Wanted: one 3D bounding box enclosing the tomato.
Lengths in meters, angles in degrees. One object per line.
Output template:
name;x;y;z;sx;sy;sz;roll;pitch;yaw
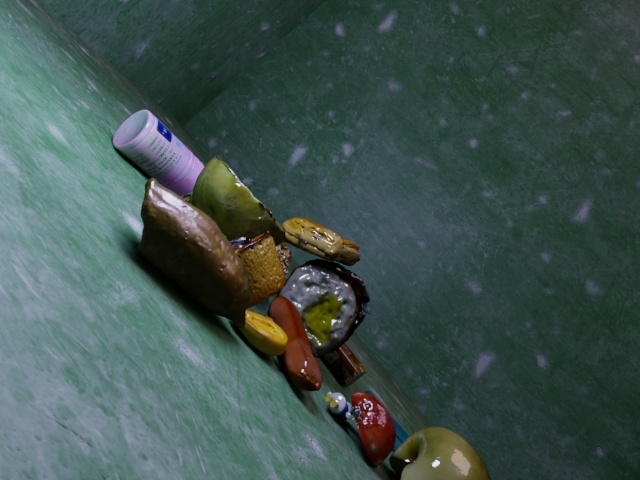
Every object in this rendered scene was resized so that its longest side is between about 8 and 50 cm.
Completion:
tomato;0.153;0.505;1.301;0.189;0.099;0.173;-101;167;-55

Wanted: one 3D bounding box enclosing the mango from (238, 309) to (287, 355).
mango;-0.148;0.221;1.152;0.187;0.066;0.101;43;12;-29

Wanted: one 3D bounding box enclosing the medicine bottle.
medicine bottle;-0.502;-0.268;1.502;0.152;0.152;0.254;50;2;43

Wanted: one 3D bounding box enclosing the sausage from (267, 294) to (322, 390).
sausage;-0.077;0.274;1.280;0.097;0.094;0.348;55;4;-34

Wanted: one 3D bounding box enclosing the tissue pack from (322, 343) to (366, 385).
tissue pack;0.061;0.424;1.771;0.226;0.092;0.183;52;1;20

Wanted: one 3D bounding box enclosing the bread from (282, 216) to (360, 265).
bread;0.000;0.000;1.529;0.235;0.099;0.210;21;0;31

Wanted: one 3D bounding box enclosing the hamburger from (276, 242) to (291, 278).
hamburger;-0.221;0.041;1.793;0.286;0.146;0.243;35;-16;12

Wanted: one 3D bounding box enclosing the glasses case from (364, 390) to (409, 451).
glasses case;0.247;0.661;1.645;0.301;0.070;0.117;51;2;-2

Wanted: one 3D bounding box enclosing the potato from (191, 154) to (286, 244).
potato;-0.286;-0.083;1.389;0.330;0.213;0.280;47;-5;15

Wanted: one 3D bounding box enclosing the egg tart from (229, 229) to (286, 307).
egg tart;-0.192;0.075;1.240;0.171;0.215;0.215;63;0;-6

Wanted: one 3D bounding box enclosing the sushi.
sushi;0.004;0.205;1.568;0.281;0.299;0.294;49;0;5

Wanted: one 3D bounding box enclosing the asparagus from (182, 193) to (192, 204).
asparagus;-0.417;-0.084;1.618;0.178;0.041;0.045;66;18;-46

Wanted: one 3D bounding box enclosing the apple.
apple;0.338;0.649;1.281;0.258;0.233;0.295;45;2;2

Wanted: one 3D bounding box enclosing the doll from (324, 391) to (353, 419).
doll;0.057;0.458;1.311;0.099;0.057;0.143;39;-8;38

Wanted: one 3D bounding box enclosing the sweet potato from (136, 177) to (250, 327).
sweet potato;-0.253;0.039;1.002;0.370;0.158;0.158;48;2;-24
